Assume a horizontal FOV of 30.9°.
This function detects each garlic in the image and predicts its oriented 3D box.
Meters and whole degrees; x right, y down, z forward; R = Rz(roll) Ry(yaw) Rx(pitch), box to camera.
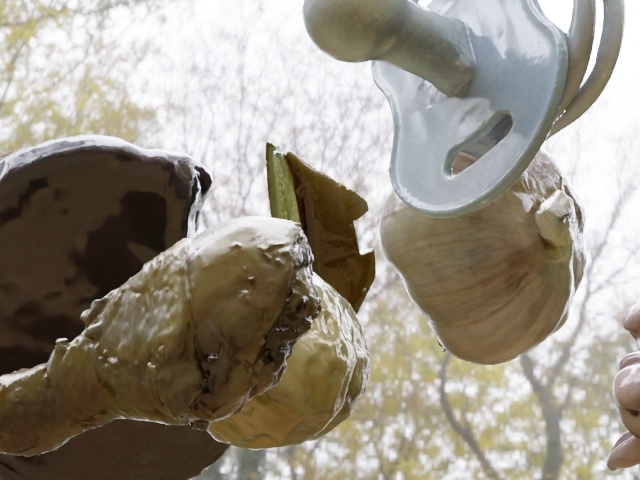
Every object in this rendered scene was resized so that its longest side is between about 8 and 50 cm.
[{"bbox_3d":[0.215,-0.006,1.478,0.241,0.322,0.322,-15,-50,20],"label":"garlic"}]

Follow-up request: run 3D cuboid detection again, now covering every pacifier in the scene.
[{"bbox_3d":[0.094,-0.176,0.981,0.233,0.299,0.244,14,-40,-31],"label":"pacifier"}]

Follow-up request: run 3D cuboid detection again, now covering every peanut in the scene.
[{"bbox_3d":[-0.035,0.090,0.904,0.152,0.152,0.313,7,-6,1],"label":"peanut"}]

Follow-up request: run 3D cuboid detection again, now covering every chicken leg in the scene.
[{"bbox_3d":[-0.086,0.056,0.534,0.198,0.069,0.085,-26,-98,22],"label":"chicken leg"}]

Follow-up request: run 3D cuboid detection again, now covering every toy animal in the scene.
[{"bbox_3d":[0.372,0.180,1.270,0.124,0.124,0.212,13,-87,-5],"label":"toy animal"}]

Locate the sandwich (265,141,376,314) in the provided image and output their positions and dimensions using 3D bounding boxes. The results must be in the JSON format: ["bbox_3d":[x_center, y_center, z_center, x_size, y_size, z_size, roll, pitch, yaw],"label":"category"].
[{"bbox_3d":[0.000,0.000,1.310,0.090,0.088,0.244,15,-60,53],"label":"sandwich"}]

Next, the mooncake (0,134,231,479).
[{"bbox_3d":[-0.266,0.077,1.226,0.351,0.381,0.212,3,3,-25],"label":"mooncake"}]
